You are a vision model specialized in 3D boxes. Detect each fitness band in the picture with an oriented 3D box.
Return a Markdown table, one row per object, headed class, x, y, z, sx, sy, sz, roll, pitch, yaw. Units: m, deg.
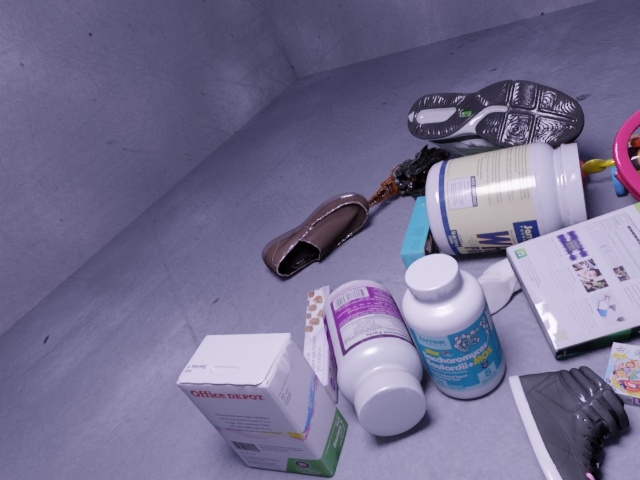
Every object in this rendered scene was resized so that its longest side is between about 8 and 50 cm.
| class | x | y | z | sx | sy | sz | roll | pitch | yaw |
| --- | --- | --- | --- | --- | --- | --- | --- | --- | --- |
| fitness band | 0.737 | -0.150 | 0.998 | 0.209 | 0.054 | 0.291 | -41 | 73 | 10 |

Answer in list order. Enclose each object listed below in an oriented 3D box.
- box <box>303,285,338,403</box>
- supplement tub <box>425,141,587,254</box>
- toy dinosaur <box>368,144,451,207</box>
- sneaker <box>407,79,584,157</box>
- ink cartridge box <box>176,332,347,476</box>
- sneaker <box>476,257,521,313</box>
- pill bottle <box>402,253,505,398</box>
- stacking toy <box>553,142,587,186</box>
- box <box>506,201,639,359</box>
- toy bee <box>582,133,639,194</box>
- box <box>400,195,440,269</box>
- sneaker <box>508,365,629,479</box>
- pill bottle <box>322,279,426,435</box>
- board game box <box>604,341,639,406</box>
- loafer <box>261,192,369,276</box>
| class | x | y | z | sx | sy | sz | roll | pitch | yaw |
| --- | --- | --- | --- | --- | --- | --- | --- | --- | --- |
| box | 0.002 | 0.235 | 1.155 | 0.063 | 0.067 | 0.324 | -19 | 30 | 14 |
| supplement tub | 0.433 | -0.096 | 1.154 | 0.324 | 0.236 | 0.236 | -8 | 35 | 29 |
| toy dinosaur | 0.289 | -0.189 | 1.544 | 0.322 | 0.164 | 0.218 | -53 | 20 | -8 |
| sneaker | 0.487 | -0.306 | 1.336 | 0.447 | 0.257 | 0.169 | 13 | 92 | 39 |
| ink cartridge box | -0.099 | 0.304 | 0.917 | 0.201 | 0.278 | 0.117 | -8 | 36 | 29 |
| sneaker | 0.375 | 0.094 | 1.085 | 0.212 | 0.080 | 0.094 | -28 | 18 | -14 |
| pill bottle | 0.237 | 0.153 | 0.898 | 0.146 | 0.264 | 0.146 | -20 | 31 | 13 |
| stacking toy | 0.584 | -0.200 | 1.372 | 0.279 | 0.130 | 0.309 | -40 | 17 | 34 |
| box | 0.549 | 0.064 | 0.923 | 0.321 | 0.058 | 0.233 | -21 | 53 | 13 |
| toy bee | 0.722 | -0.180 | 1.121 | 0.195 | 0.162 | 0.298 | -23 | 28 | 14 |
| box | 0.271 | -0.010 | 1.282 | 0.060 | 0.101 | 0.244 | -8 | 36 | 29 |
| sneaker | 0.389 | 0.293 | 0.721 | 0.146 | 0.105 | 0.296 | -24 | 26 | 15 |
| pill bottle | 0.105 | 0.225 | 0.987 | 0.169 | 0.169 | 0.302 | -24 | 31 | 5 |
| board game box | 0.545 | 0.222 | 0.786 | 0.154 | 0.026 | 0.103 | 2 | 41 | 40 |
| loafer | 0.000 | 0.000 | 1.472 | 0.365 | 0.134 | 0.130 | -36 | 34 | 5 |
